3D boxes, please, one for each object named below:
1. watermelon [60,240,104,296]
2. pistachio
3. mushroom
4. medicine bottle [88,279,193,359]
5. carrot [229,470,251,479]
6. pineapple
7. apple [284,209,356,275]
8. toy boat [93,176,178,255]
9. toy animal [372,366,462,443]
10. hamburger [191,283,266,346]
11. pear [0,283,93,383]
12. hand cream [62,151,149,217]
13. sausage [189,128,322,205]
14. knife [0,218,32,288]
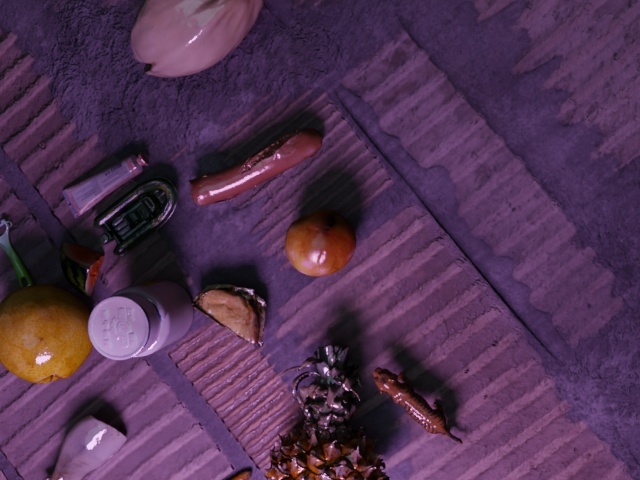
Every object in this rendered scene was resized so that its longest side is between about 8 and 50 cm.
[{"bbox_3d":[-0.517,0.045,1.627,0.094,0.125,0.135,-30,70,-22],"label":"watermelon"},{"bbox_3d":[-0.257,-0.452,1.501,0.332,0.207,0.226,-41,44,21],"label":"pistachio"},{"bbox_3d":[-0.527,0.474,1.638,0.116,0.093,0.225,42,92,-19],"label":"mushroom"},{"bbox_3d":[-0.358,0.159,1.514,0.143,0.258,0.144,0,93,7],"label":"medicine bottle"},{"bbox_3d":[-0.254,0.579,1.637,0.256,0.061,0.061,-37,89,-4],"label":"carrot"},{"bbox_3d":[0.015,0.345,1.520,0.262,0.262,0.272,1,82,6],"label":"pineapple"},{"bbox_3d":[0.000,0.000,1.521,0.146,0.146,0.147,0,94,6],"label":"apple"},{"bbox_3d":[-0.392,-0.057,1.608,0.210,0.052,0.104,-36,87,8],"label":"toy boat"},{"bbox_3d":[0.200,0.344,1.542,0.241,0.099,0.057,42,97,3],"label":"toy animal"},{"bbox_3d":[-0.174,0.140,1.585,0.176,0.087,0.102,31,85,10],"label":"hamburger"},{"bbox_3d":[-0.574,0.199,1.562,0.208,0.209,0.209,0,94,6],"label":"pear"},{"bbox_3d":[-0.463,-0.126,1.621,0.209,0.043,0.067,-28,88,13],"label":"hand cream"},{"bbox_3d":[-0.135,-0.151,1.563,0.304,0.078,0.078,-25,91,8],"label":"sausage"},{"bbox_3d":[-0.682,0.035,1.661,0.078,0.022,0.166,-32,88,14],"label":"knife"}]
